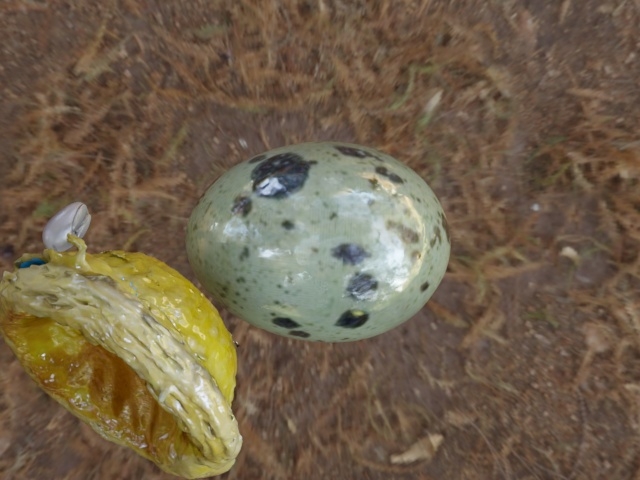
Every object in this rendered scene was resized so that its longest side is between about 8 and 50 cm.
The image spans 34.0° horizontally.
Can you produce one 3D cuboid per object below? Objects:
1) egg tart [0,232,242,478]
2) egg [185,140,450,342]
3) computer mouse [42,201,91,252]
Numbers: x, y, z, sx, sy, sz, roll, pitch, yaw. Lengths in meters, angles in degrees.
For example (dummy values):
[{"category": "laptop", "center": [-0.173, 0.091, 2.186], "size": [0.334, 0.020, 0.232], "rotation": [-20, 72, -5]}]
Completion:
[{"category": "egg tart", "center": [-0.236, 0.140, 1.320], "size": [0.388, 0.388, 0.169], "rotation": [42, 58, -2]}, {"category": "egg", "center": [0.000, 0.000, 1.479], "size": [0.379, 0.287, 0.287], "rotation": [8, 91, -26]}, {"category": "computer mouse", "center": [-0.412, -0.019, 1.716], "size": [0.039, 0.066, 0.096], "rotation": [33, 62, 27]}]
